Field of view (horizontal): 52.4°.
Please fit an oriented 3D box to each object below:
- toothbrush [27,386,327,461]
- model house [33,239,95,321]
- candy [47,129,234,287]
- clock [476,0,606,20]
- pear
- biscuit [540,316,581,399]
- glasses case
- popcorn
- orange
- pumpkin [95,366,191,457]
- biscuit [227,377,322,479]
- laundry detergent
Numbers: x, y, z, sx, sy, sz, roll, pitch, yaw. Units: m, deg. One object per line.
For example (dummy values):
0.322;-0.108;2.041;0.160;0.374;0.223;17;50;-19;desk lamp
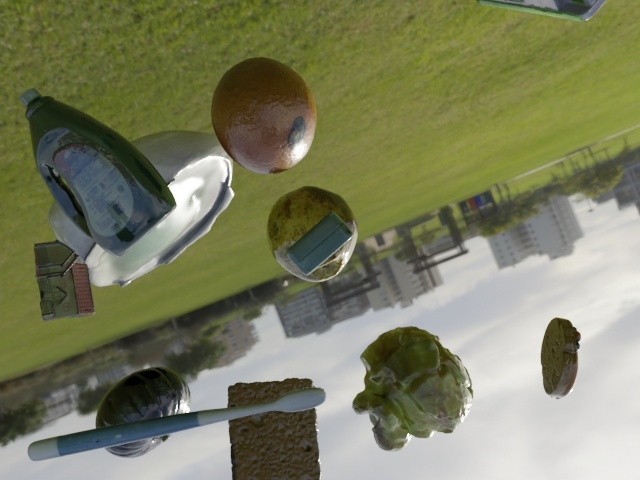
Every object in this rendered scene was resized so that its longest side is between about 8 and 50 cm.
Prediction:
-0.129;0.164;0.586;0.275;0.019;0.025;-12;179;3;toothbrush
-0.286;0.045;0.727;0.058;0.083;0.057;-7;169;-26;model house
-0.376;-0.086;1.410;0.426;0.186;0.386;-35;162;-7;candy
0.234;-0.447;0.824;0.166;0.309;0.235;-49;-142;-1;clock
-0.018;-0.009;1.358;0.197;0.197;0.197;-21;177;-1;pear
0.498;0.234;1.329;0.050;0.170;0.170;8;178;4;biscuit
0.000;0.000;0.842;0.077;0.039;0.184;-41;-179;2;glasses case
0.195;0.323;1.447;0.276;0.277;0.225;-23;150;24;popcorn
-0.099;-0.218;1.159;0.206;0.206;0.206;-21;177;-1;orange
-0.346;0.341;1.285;0.202;0.140;0.202;-39;156;-21;pumpkin
-0.061;0.309;0.900;0.131;0.231;0.025;-5;171;7;biscuit
-0.279;-0.084;0.771;0.137;0.211;0.063;-36;-169;33;laundry detergent
